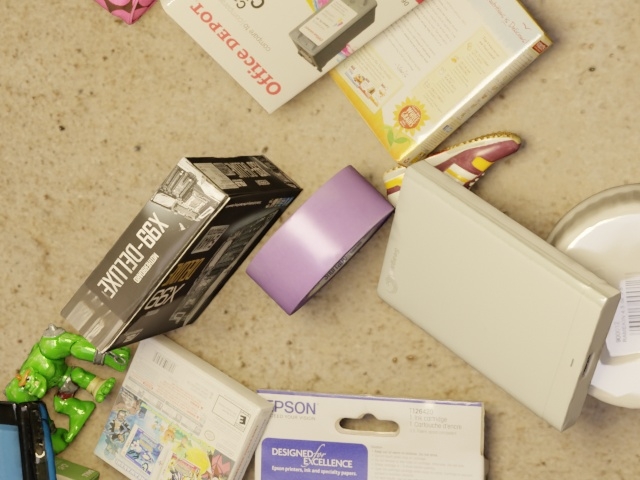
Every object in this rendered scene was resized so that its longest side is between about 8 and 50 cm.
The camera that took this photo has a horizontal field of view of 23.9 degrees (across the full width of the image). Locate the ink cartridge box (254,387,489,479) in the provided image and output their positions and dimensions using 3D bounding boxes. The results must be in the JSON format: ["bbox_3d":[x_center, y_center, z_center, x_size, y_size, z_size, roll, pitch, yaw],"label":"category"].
[{"bbox_3d":[0.066,0.348,1.964,0.303,0.072,0.307,2,92,14],"label":"ink cartridge box"}]

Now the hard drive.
[{"bbox_3d":[0.204,0.064,1.809,0.307,0.040,0.203,36,131,31],"label":"hard drive"}]

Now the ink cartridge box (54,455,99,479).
[{"bbox_3d":[-0.367,0.357,2.060,0.209,0.062,0.109,17,101,10],"label":"ink cartridge box"}]

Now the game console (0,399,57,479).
[{"bbox_3d":[-0.424,0.366,1.955,0.173,0.250,0.293,-6,104,-12],"label":"game console"}]

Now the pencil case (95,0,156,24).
[{"bbox_3d":[-0.295,-0.375,1.952,0.209,0.095,0.098,35,133,6],"label":"pencil case"}]

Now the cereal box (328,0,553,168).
[{"bbox_3d":[0.144,-0.229,1.866,0.240,0.047,0.173,-40,65,13],"label":"cereal box"}]

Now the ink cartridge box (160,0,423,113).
[{"bbox_3d":[-0.019,-0.333,1.823,0.306,0.131,0.226,-37,129,13],"label":"ink cartridge box"}]

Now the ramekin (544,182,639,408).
[{"bbox_3d":[0.391,0.072,1.827,0.277,0.135,0.277,1,97,12],"label":"ramekin"}]

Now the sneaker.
[{"bbox_3d":[0.173,-0.077,1.896,0.185,0.069,0.084,-19,92,22],"label":"sneaker"}]

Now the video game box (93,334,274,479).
[{"bbox_3d":[-0.182,0.250,1.988,0.205,0.048,0.187,30,102,24],"label":"video game box"}]

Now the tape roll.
[{"bbox_3d":[0.000,0.000,1.876,0.080,0.189,0.189,44,103,4],"label":"tape roll"}]

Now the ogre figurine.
[{"bbox_3d":[-0.349,0.193,2.026,0.118,0.097,0.197,35,135,-5],"label":"ogre figurine"}]

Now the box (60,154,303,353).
[{"bbox_3d":[-0.163,0.008,1.852,0.076,0.307,0.242,41,102,9],"label":"box"}]
